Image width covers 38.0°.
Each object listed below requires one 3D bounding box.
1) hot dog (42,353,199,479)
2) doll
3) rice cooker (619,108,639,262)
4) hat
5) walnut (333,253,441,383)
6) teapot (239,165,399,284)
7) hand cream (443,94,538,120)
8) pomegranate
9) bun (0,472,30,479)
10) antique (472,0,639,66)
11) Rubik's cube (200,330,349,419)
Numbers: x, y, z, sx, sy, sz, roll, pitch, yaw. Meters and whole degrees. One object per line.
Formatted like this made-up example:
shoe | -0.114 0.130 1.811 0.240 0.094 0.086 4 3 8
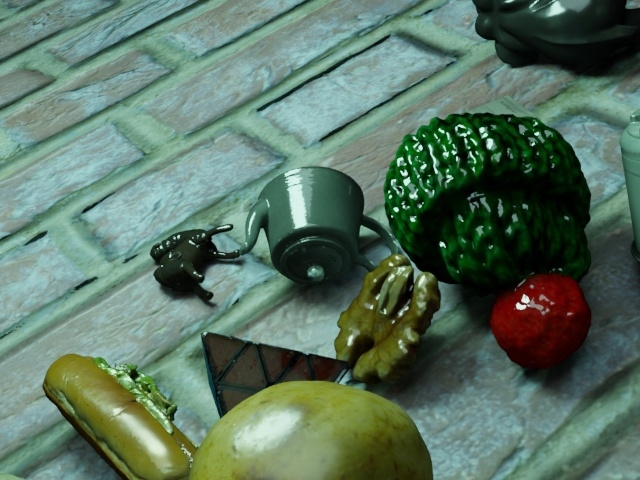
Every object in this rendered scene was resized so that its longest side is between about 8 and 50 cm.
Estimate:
hot dog | -0.239 0.224 1.165 0.337 0.135 0.100 29 81 44
doll | -0.211 0.027 1.458 0.165 0.057 0.139 0 43 33
rice cooker | 0.505 -0.061 1.164 0.280 0.227 0.241 -27 21 -36
hat | 0.242 0.002 1.185 0.274 0.242 0.332 -7 53 -14
walnut | 0.092 0.108 1.202 0.143 0.069 0.170 39 100 46
teapot | 0.000 0.000 1.350 0.239 0.162 0.149 9 46 -15
hand cream | 0.264 -0.197 1.558 0.186 0.054 0.087 -23 43 -18
pomegranate | -0.009 0.260 0.961 0.260 0.260 0.260 -10 39 8
bun | -0.378 0.337 1.047 0.193 0.178 0.128 -38 41 -21
antique | 0.435 -0.424 1.658 0.255 0.185 0.322 -35 46 -23
Rubik's cube | -0.078 0.190 1.206 0.190 0.211 0.178 -13 7 -28
